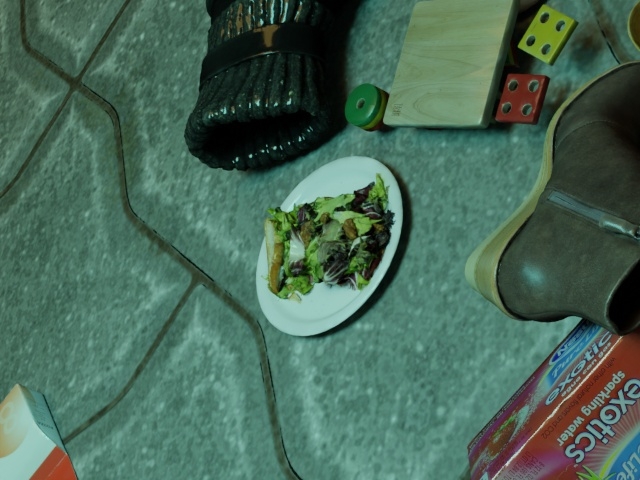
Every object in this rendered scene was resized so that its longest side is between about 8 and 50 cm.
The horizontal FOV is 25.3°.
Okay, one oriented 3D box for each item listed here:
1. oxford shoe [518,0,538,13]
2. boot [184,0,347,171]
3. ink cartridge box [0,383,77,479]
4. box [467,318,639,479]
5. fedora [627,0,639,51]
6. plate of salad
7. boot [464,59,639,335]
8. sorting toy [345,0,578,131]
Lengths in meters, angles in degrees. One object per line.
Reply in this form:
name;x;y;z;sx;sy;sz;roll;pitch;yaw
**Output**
oxford shoe;0.166;-0.421;1.457;0.140;0.146;0.397;-26;49;34
boot;-0.011;-0.245;1.542;0.348;0.131;0.260;-39;35;39
ink cartridge box;-0.359;0.275;1.659;0.145;0.045;0.179;-51;37;11
box;0.234;0.117;1.032;0.257;0.128;0.122;-51;4;11
fedora;0.336;-0.209;1.144;0.194;0.079;0.194;-15;31;9
plate of salad;0.000;0.000;1.448;0.200;0.048;0.199;-26;49;34
boot;0.230;-0.035;1.047;0.248;0.090;0.207;-51;22;-13
sorting toy;0.144;-0.168;1.393;0.275;0.046;0.132;5;77;49
